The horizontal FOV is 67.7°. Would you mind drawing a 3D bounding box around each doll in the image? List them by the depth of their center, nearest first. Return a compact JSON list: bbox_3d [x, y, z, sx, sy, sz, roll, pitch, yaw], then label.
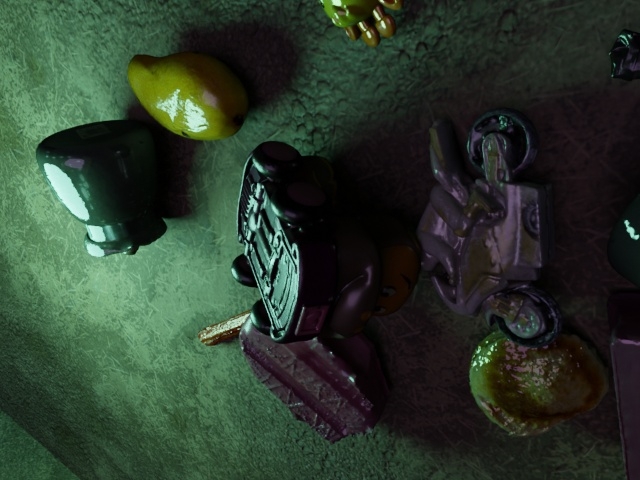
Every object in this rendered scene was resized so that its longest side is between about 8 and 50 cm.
[{"bbox_3d":[0.039,-0.377,0.656,0.221,0.135,0.143,61,159,-12],"label":"doll"}]

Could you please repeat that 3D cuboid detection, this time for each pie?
[{"bbox_3d":[0.336,0.219,0.753,0.179,0.084,0.205,47,122,6],"label":"pie"}]

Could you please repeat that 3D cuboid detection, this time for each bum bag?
[{"bbox_3d":[0.402,-0.204,0.554,0.124,0.034,0.058,26,113,19],"label":"bum bag"}]

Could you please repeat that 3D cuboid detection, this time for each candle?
[{"bbox_3d":[-0.174,0.187,1.076,0.329,0.048,0.051,-26,83,38],"label":"candle"}]

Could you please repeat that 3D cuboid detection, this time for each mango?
[{"bbox_3d":[-0.239,-0.269,0.874,0.262,0.109,0.157,27,133,24],"label":"mango"}]

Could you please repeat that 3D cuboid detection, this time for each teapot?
[{"bbox_3d":[-0.475,-0.097,1.032,0.304,0.223,0.286,9,122,25],"label":"teapot"}]

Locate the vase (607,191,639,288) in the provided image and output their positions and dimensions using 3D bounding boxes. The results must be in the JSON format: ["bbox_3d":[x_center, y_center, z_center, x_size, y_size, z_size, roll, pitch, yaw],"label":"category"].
[{"bbox_3d":[0.461,0.062,0.454,0.321,0.173,0.174,-117,38,-47],"label":"vase"}]

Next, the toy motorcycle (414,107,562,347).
[{"bbox_3d":[0.228,-0.013,0.701,0.222,0.107,0.341,0,105,44],"label":"toy motorcycle"}]

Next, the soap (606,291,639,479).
[{"bbox_3d":[0.527,0.249,0.627,0.232,0.128,0.360,-6,109,33],"label":"soap"}]

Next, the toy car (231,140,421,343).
[{"bbox_3d":[0.000,0.000,0.774,0.341,0.240,0.272,-118,34,-41],"label":"toy car"}]

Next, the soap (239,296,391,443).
[{"bbox_3d":[-0.014,0.230,0.919,0.325,0.127,0.220,45,125,-7],"label":"soap"}]
